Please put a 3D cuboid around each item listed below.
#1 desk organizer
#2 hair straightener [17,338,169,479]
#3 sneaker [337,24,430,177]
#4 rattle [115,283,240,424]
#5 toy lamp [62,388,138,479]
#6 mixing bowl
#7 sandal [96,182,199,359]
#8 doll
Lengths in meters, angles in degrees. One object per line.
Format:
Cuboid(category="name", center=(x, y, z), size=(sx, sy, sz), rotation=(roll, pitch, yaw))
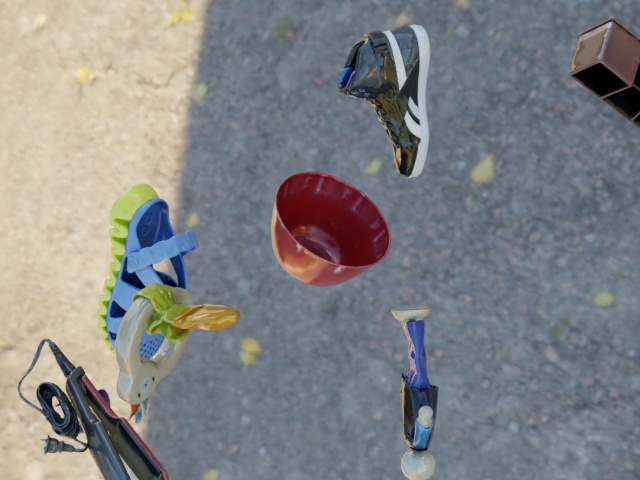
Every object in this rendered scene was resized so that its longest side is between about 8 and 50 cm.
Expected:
Cuboid(category="desk organizer", center=(0.300, -0.149, 1.178), size=(0.047, 0.130, 0.050), rotation=(-20, 43, 56))
Cuboid(category="hair straightener", center=(-0.245, 0.182, 1.260), size=(0.230, 0.089, 0.047), rotation=(50, 132, 34))
Cuboid(category="sneaker", center=(0.081, -0.185, 1.700), size=(0.079, 0.121, 0.216), rotation=(-127, 33, -61))
Cuboid(category="rattle", center=(-0.177, 0.162, 1.510), size=(0.143, 0.130, 0.199), rotation=(16, 90, 12))
Cuboid(category="toy lamp", center=(-0.208, 0.307, 1.542), size=(0.080, 0.080, 0.274), rotation=(-45, 77, 21))
Cuboid(category="mixing bowl", center=(0.000, 0.000, 1.781), size=(0.098, 0.182, 0.181), rotation=(-58, 37, 39))
Cuboid(category="sandal", center=(-0.271, 0.075, 1.988), size=(0.138, 0.126, 0.317), rotation=(24, 123, 29))
Cuboid(category="doll", center=(0.105, 0.167, 1.346), size=(0.046, 0.129, 0.188), rotation=(-4, 90, 1))
